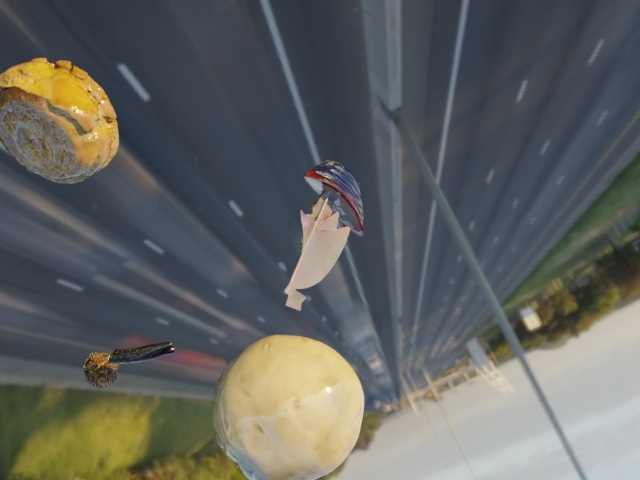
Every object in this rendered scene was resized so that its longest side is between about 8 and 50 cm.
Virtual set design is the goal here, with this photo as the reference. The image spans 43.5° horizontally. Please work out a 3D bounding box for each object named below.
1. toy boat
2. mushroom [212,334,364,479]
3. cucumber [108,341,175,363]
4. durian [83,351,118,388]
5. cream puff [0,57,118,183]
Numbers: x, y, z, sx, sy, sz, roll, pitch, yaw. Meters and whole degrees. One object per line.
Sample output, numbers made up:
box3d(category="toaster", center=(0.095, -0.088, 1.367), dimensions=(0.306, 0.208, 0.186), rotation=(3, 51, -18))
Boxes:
box3d(category="toy boat", center=(0.018, -0.006, 1.679), dimensions=(0.071, 0.319, 0.219), rotation=(5, 177, 39))
box3d(category="mushroom", center=(-0.045, 0.323, 1.614), dimensions=(0.314, 0.315, 0.336), rotation=(-30, 175, 18))
box3d(category="cucumber", center=(-0.358, 0.228, 1.607), dimensions=(0.134, 0.034, 0.033), rotation=(-7, 140, 6))
box3d(category="durian", center=(-0.463, 0.278, 1.712), dimensions=(0.080, 0.080, 0.091), rotation=(-30, 148, 15))
box3d(category="cream puff", center=(-0.368, -0.171, 1.125), dimensions=(0.189, 0.189, 0.129), rotation=(-39, -167, 42))
